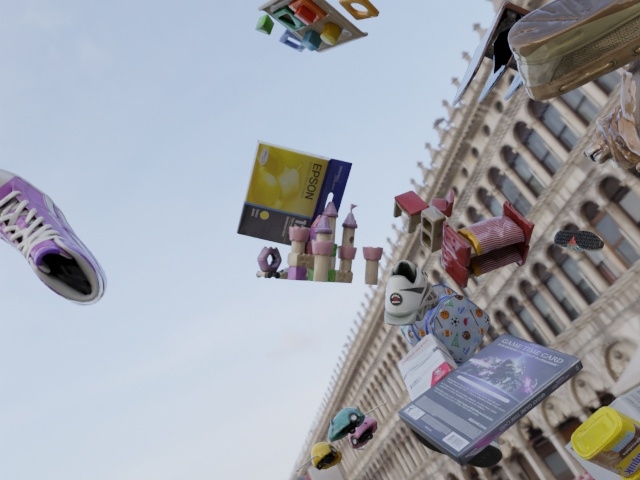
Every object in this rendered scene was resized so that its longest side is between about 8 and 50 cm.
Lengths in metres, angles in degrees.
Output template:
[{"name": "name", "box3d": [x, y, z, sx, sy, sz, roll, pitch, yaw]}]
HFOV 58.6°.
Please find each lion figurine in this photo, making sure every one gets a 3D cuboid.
[{"name": "lion figurine", "box3d": [0.599, -0.276, 1.059, 0.142, 0.240, 0.392, -7, -47, 8]}]

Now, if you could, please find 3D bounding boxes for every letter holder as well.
[{"name": "letter holder", "box3d": [0.489, -0.465, 1.564, 0.214, 0.152, 0.302, -64, -3, -2]}]

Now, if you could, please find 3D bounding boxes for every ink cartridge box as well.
[{"name": "ink cartridge box", "box3d": [0.240, 0.290, 1.238, 0.063, 0.150, 0.109, 39, -77, -18]}, {"name": "ink cartridge box", "box3d": [-0.081, -0.131, 1.785, 0.307, 0.072, 0.304, 13, -71, -9]}]

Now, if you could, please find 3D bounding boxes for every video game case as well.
[{"name": "video game case", "box3d": [0.292, 0.267, 1.008, 0.274, 0.026, 0.196, -30, 14, -16]}]

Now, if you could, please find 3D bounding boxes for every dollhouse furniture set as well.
[{"name": "dollhouse furniture set", "box3d": [0.376, -0.059, 1.569, 0.201, 0.374, 0.152, -20, -48, -15]}]

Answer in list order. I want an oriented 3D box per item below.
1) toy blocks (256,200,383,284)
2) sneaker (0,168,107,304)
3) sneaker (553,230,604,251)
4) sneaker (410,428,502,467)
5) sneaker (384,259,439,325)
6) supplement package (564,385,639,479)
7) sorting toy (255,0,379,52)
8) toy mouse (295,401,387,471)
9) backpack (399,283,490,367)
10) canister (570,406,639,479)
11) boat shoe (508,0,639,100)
[{"name": "toy blocks", "box3d": [0.000, 0.000, 1.789, 0.288, 0.260, 0.309, 6, -5, -43]}, {"name": "sneaker", "box3d": [-0.437, -0.013, 0.878, 0.102, 0.282, 0.161, -47, 10, -14]}, {"name": "sneaker", "box3d": [0.785, 0.006, 1.704, 0.075, 0.161, 0.057, 18, -94, -30]}, {"name": "sneaker", "box3d": [0.336, 0.453, 1.483, 0.295, 0.178, 0.124, 33, -67, -21]}, {"name": "sneaker", "box3d": [0.249, 0.120, 1.544, 0.122, 0.146, 0.330, -3, 5, 18]}, {"name": "supplement package", "box3d": [0.756, 0.490, 1.407, 0.203, 0.149, 0.194, 4, -53, -48]}, {"name": "sorting toy", "box3d": [-0.021, -0.464, 1.233, 0.196, 0.347, 0.047, 24, -99, -32]}, {"name": "toy mouse", "box3d": [0.045, 0.284, 0.859, 0.143, 0.031, 0.161, -51, -37, 9]}, {"name": "backpack", "box3d": [0.401, 0.280, 1.874, 0.276, 0.263, 0.213, -53, -2, -26]}, {"name": "canister", "box3d": [0.612, 0.417, 1.165, 0.169, 0.073, 0.126, 28, -69, -24]}, {"name": "boat shoe", "box3d": [0.416, -0.286, 0.713, 0.341, 0.122, 0.110, -19, -54, 22]}]
